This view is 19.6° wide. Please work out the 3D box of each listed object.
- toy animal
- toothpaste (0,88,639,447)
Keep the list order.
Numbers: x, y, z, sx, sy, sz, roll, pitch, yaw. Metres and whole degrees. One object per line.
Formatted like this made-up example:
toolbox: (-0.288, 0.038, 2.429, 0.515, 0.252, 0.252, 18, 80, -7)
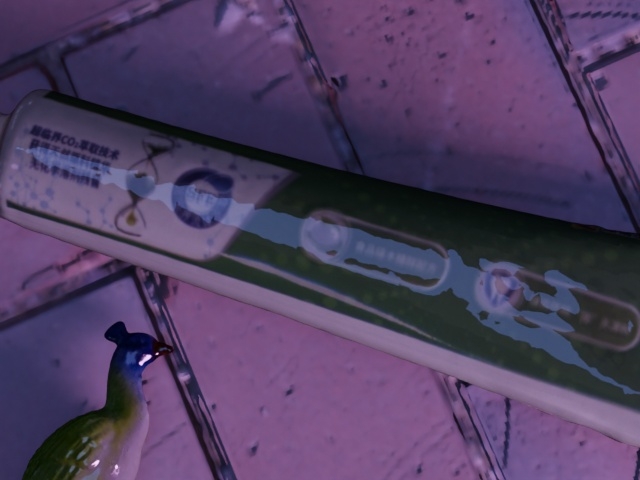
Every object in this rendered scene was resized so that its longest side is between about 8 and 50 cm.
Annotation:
toy animal: (-0.117, 0.145, 0.834, 0.075, 0.041, 0.217, 26, 87, 29)
toothpaste: (0.000, 0.000, 0.837, 0.392, 0.061, 0.098, 17, 83, 6)
